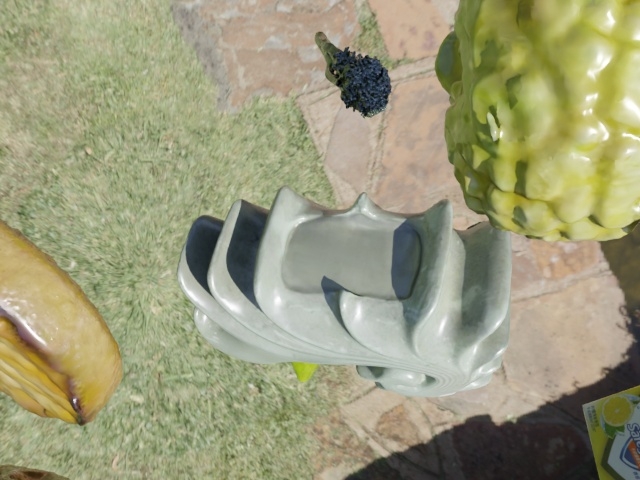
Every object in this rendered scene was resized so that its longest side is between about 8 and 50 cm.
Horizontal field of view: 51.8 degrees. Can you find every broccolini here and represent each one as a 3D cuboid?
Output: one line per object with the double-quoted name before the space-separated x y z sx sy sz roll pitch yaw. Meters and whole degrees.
"broccolini" 0.026 -0.213 0.839 0.091 0.203 0.068 32 100 -33

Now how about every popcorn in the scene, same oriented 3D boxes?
"popcorn" 0.203 -0.105 0.477 0.237 0.206 0.251 -36 78 -24

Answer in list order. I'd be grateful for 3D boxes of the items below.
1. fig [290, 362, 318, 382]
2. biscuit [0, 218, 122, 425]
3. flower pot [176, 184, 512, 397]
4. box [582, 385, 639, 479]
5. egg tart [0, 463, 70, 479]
"fig" -0.033 0.218 1.561 0.206 0.206 0.275 2 103 -15
"biscuit" -0.317 0.061 0.638 0.296 0.296 0.102 41 55 -9
"flower pot" 0.020 0.064 0.736 0.367 0.254 0.165 7 61 10
"box" 0.607 0.413 1.223 0.097 0.168 0.265 36 40 -29
"egg tart" -0.754 0.590 1.469 0.443 0.443 0.178 18 71 -13
